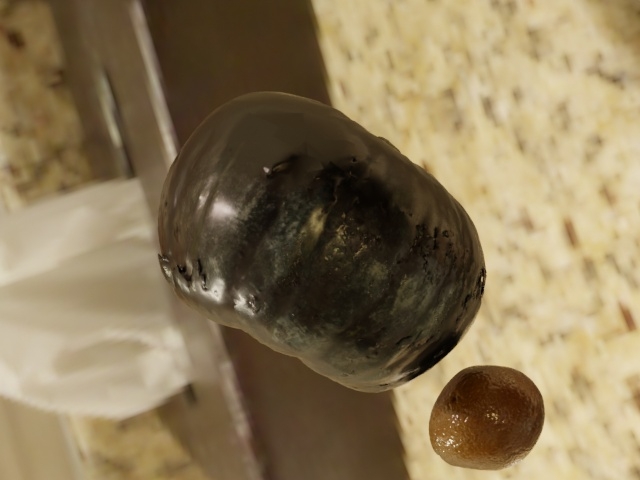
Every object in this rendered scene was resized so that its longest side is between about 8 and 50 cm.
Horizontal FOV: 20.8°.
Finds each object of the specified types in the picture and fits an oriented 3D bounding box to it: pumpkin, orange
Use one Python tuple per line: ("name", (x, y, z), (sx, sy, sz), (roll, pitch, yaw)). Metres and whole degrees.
("pumpkin", (0.000, 0.000, 1.172), (0.233, 0.163, 0.233), (30, -179, 0))
("orange", (0.114, 0.123, 1.202), (0.085, 0.085, 0.085), (55, 156, 40))
